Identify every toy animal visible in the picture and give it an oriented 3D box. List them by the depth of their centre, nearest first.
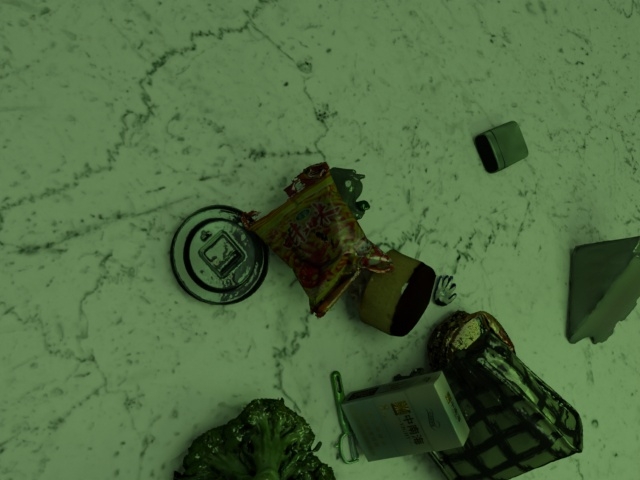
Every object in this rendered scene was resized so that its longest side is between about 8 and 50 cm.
[{"bbox_3d":[0.036,-0.040,1.490,0.125,0.127,0.251,5,93,-39],"label":"toy animal"}]

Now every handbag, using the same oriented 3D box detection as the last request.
[{"bbox_3d":[0.363,0.396,1.463,0.327,0.325,0.162,48,31,-8],"label":"handbag"}]

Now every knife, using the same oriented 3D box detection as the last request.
[{"bbox_3d":[0.045,0.404,1.464,0.054,0.015,0.212,-8,86,-26],"label":"knife"}]

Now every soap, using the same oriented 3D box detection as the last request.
[{"bbox_3d":[0.836,0.142,1.786,0.158,0.257,0.302,11,77,-27],"label":"soap"}]

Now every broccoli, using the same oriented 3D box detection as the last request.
[{"bbox_3d":[-0.108,0.471,1.225,0.321,0.283,0.304,39,76,3],"label":"broccoli"}]

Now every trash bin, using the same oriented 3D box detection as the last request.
[{"bbox_3d":[0.505,-0.260,1.789,0.130,0.059,0.116,-25,96,-30],"label":"trash bin"}]

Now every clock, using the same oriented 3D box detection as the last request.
[{"bbox_3d":[-0.214,0.032,1.372,0.214,0.042,0.215,5,80,-27],"label":"clock"}]

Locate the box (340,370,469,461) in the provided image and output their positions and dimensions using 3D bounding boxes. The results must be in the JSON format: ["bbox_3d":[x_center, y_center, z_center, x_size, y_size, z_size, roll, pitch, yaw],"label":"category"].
[{"bbox_3d":[0.183,0.388,1.409,0.155,0.242,0.067,63,32,-6],"label":"box"}]

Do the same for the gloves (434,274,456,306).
[{"bbox_3d":[0.322,0.129,1.649,0.064,0.026,0.086,29,65,-22],"label":"gloves"}]

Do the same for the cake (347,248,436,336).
[{"bbox_3d":[0.144,0.110,1.493,0.207,0.178,0.185,23,92,-57],"label":"cake"}]

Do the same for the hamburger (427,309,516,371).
[{"bbox_3d":[0.375,0.285,1.607,0.231,0.107,0.231,2,85,-28],"label":"hamburger"}]

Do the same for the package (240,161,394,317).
[{"bbox_3d":[-0.006,0.003,1.384,0.223,0.108,0.288,-34,85,-5],"label":"package"}]
